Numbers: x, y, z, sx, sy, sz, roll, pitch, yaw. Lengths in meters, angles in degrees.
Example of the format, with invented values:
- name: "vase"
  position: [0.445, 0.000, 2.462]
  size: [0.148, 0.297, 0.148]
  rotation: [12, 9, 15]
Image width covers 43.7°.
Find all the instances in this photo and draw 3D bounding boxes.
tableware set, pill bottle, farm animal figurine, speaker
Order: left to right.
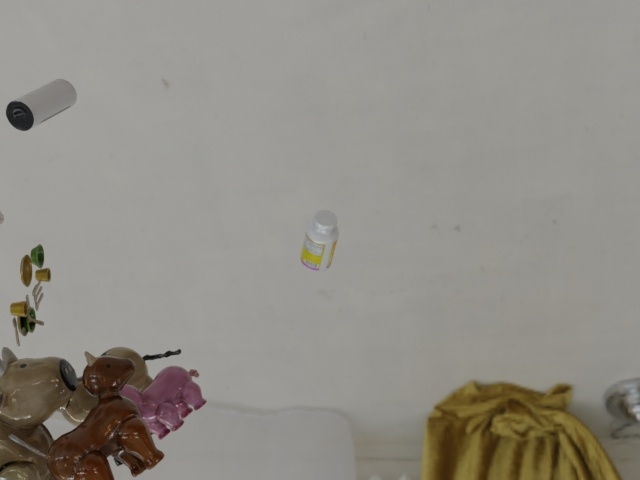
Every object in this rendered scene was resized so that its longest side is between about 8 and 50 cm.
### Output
- name: "tableware set"
  position: [-0.420, 0.074, 1.166]
  size: [0.024, 0.154, 0.104]
  rotation: [-2, 116, -3]
- name: "farm animal figurine"
  position: [-0.286, 0.196, 0.795]
  size: [0.172, 0.327, 0.330]
  rotation: [51, 169, -1]
- name: "speaker"
  position: [-0.478, -0.234, 1.370]
  size: [0.055, 0.136, 0.055]
  rotation: [7, 118, 13]
- name: "pill bottle"
  position: [0.000, 0.000, 1.042]
  size: [0.043, 0.043, 0.083]
  rotation: [10, 135, -4]

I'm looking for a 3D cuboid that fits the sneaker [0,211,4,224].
- name: "sneaker"
  position: [-0.617, -0.061, 1.476]
  size: [0.051, 0.070, 0.134]
  rotation: [40, 122, 9]
